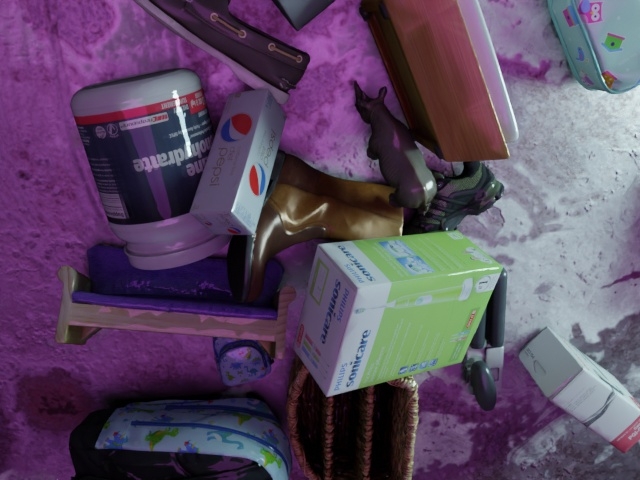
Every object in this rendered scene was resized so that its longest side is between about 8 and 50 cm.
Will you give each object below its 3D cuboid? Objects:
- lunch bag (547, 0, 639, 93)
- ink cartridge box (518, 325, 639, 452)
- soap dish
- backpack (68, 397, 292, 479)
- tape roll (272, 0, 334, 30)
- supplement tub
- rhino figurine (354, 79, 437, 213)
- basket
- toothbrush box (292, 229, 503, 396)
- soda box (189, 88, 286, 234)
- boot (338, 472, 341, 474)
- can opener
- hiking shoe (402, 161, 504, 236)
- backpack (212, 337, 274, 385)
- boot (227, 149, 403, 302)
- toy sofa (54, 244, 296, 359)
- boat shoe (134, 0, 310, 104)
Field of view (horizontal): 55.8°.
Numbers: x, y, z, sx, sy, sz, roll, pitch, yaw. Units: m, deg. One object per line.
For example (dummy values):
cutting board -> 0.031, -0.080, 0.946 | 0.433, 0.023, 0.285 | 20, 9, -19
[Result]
lunch bag -> 0.516, -0.384, 0.951 | 0.279, 0.108, 0.224 | -31, 106, 4
ink cartridge box -> 0.512, 0.286, 1.176 | 0.218, 0.158, 0.092 | 34, 105, -17
soap dish -> 0.166, -0.261, 0.893 | 0.118, 0.229, 0.290 | -26, 111, 2
backpack -> -0.230, 0.426, 1.119 | 0.356, 0.273, 0.290 | -2, 110, 18
tape roll -> -0.070, -0.398, 0.822 | 0.072, 0.219, 0.219 | -36, 110, 8
supplement tub -> -0.248, -0.112, 0.925 | 0.191, 0.191, 0.272 | -12, 111, -2
rhino figurine -> 0.114, -0.153, 0.974 | 0.073, 0.106, 0.243 | -26, 87, -5
basket -> 0.046, 0.327, 1.108 | 0.214, 0.223, 0.299 | 0, 111, -6
toothbrush box -> 0.121, 0.108, 0.965 | 0.283, 0.122, 0.206 | -7, 125, -31
soda box -> -0.117, -0.117, 0.890 | 0.074, 0.216, 0.069 | 0, 152, 25
boot -> 0.080, 0.528, 1.218 | 0.213, 0.077, 0.165 | -2, 70, 10
can opener -> 0.323, 0.190, 1.153 | 0.076, 0.095, 0.283 | -5, 111, -5
hiking shoe -> 0.201, -0.065, 1.063 | 0.227, 0.086, 0.114 | -35, 94, 3
backpack -> -0.146, 0.204, 1.114 | 0.105, 0.084, 0.114 | -13, 109, -4
boot -> 0.000, 0.000, 0.981 | 0.281, 0.264, 0.096 | 17, 150, -22
toy sofa -> -0.229, 0.095, 0.993 | 0.363, 0.150, 0.177 | 6, 80, -8
boat shoe -> -0.155, -0.323, 0.904 | 0.305, 0.109, 0.091 | 31, 104, -22
